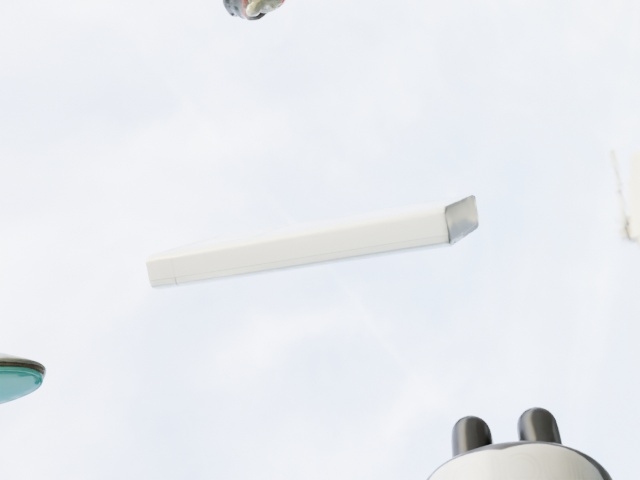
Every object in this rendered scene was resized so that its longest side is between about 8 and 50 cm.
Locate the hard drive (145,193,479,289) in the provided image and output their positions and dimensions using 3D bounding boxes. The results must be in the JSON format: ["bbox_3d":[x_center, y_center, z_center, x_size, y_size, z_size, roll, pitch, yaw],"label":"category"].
[{"bbox_3d":[0.000,0.000,1.219,0.233,0.353,0.047,-21,-79,-72],"label":"hard drive"}]

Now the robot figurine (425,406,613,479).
[{"bbox_3d":[0.165,0.275,0.805,0.174,0.209,0.278,28,-140,-26],"label":"robot figurine"}]

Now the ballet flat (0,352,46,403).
[{"bbox_3d":[-0.379,0.135,0.983,0.213,0.072,0.068,-15,-130,-15],"label":"ballet flat"}]

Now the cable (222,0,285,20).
[{"bbox_3d":[0.003,-0.272,0.896,0.072,0.139,0.287,32,-142,12],"label":"cable"}]
